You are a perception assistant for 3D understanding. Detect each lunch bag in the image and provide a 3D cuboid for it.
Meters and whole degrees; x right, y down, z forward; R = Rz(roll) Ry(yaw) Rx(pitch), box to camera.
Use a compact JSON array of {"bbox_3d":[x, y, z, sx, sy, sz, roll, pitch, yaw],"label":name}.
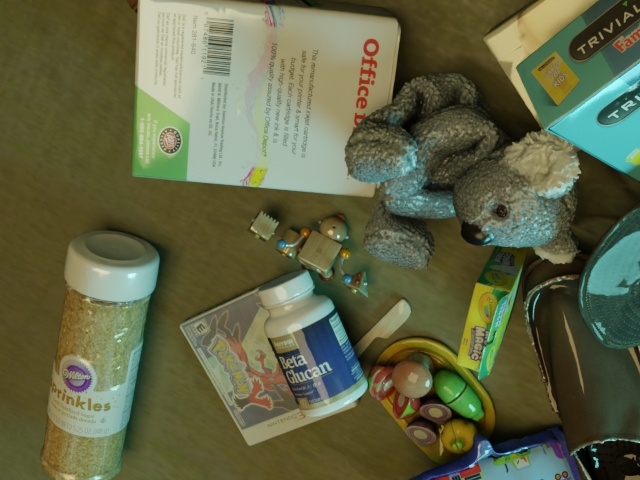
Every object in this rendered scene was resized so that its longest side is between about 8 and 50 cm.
[{"bbox_3d":[0.231,0.381,1.127,0.220,0.138,0.293,-17,95,-4],"label":"lunch bag"}]

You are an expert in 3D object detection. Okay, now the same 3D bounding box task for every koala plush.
[{"bbox_3d":[0.174,-0.065,0.970,0.221,0.203,0.196,25,150,32],"label":"koala plush"}]

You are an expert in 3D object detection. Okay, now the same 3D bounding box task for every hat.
[{"bbox_3d":[0.429,0.036,0.894,0.331,0.331,0.134,-48,45,25],"label":"hat"}]

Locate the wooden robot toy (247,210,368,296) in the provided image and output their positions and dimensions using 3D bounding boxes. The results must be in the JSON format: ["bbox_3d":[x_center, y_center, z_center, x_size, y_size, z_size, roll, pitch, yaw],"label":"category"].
[{"bbox_3d":[0.000,0.000,1.161,0.173,0.076,0.079,29,79,8],"label":"wooden robot toy"}]

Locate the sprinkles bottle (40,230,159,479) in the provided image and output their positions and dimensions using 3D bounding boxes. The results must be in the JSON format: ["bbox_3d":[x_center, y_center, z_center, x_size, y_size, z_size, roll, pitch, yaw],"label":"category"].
[{"bbox_3d":[-0.309,0.167,1.277,0.121,0.121,0.355,19,113,12],"label":"sprinkles bottle"}]

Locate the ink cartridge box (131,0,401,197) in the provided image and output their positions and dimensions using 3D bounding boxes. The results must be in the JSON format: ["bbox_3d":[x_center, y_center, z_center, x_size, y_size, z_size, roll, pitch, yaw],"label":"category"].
[{"bbox_3d":[-0.065,-0.170,1.036,0.278,0.117,0.201,5,111,-6],"label":"ink cartridge box"}]

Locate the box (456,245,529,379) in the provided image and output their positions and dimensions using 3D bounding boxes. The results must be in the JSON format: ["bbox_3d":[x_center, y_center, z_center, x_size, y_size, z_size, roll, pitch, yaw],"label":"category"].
[{"bbox_3d":[0.195,0.077,1.043,0.043,0.179,0.105,15,111,13],"label":"box"}]

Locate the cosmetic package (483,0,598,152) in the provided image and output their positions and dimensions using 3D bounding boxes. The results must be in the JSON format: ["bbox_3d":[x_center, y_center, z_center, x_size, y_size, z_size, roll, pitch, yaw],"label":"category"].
[{"bbox_3d":[0.340,-0.234,0.928,0.309,0.113,0.160,-33,96,24],"label":"cosmetic package"}]

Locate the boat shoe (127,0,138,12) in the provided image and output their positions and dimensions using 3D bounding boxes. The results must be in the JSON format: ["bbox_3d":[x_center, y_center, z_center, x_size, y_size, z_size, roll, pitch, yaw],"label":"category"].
[{"bbox_3d":[-0.152,-0.306,1.096,0.178,0.064,0.060,-18,99,21],"label":"boat shoe"}]

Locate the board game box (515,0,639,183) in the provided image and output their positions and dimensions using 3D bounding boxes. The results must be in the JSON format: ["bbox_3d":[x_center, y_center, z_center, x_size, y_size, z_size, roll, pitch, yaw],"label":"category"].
[{"bbox_3d":[0.378,-0.149,0.827,0.253,0.336,0.079,-38,51,31],"label":"board game box"}]

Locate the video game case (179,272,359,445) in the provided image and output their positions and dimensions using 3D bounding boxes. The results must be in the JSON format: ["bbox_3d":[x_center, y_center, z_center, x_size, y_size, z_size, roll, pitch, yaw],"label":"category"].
[{"bbox_3d":[-0.071,0.166,1.249,0.183,0.023,0.201,-25,98,24],"label":"video game case"}]

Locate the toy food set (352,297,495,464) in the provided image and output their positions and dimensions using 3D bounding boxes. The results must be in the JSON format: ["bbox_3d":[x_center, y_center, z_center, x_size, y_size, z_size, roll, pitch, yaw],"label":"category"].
[{"bbox_3d":[0.125,0.198,1.167,0.128,0.071,0.218,-40,92,25],"label":"toy food set"}]

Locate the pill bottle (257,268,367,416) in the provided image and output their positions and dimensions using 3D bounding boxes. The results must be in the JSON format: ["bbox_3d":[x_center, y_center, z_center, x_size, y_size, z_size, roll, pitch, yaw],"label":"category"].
[{"bbox_3d":[-0.015,0.126,1.154,0.094,0.094,0.169,-21,96,24],"label":"pill bottle"}]

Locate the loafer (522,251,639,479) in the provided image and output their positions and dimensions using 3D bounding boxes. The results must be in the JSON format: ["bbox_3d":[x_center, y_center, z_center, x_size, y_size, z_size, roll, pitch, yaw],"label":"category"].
[{"bbox_3d":[0.334,0.185,1.060,0.133,0.130,0.366,-21,100,23],"label":"loafer"}]
